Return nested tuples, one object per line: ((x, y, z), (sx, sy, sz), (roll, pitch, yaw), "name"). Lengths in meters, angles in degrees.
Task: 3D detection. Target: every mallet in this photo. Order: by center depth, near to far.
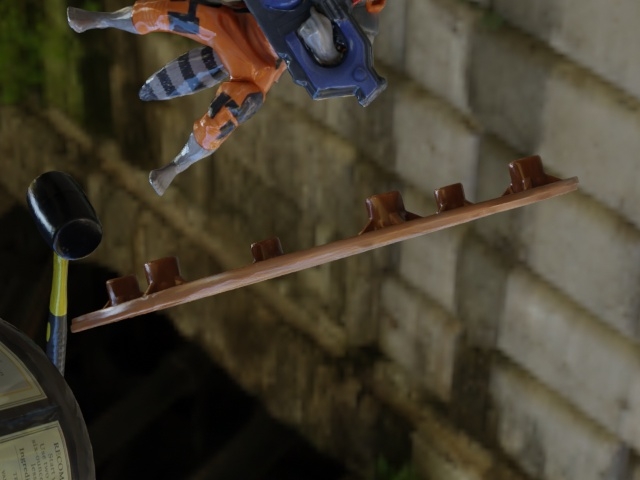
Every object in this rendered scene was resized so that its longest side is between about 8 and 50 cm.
((-0.184, 0.036, 1.270), (0.039, 0.189, 0.062), (-10, -133, -24), "mallet")

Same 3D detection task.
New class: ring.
((0.000, 0.000, 1.176), (0.337, 0.032, 0.336), (-15, 179, 0), "ring")

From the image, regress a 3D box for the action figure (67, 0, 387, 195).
((-0.075, -0.249, 1.800), (0.330, 0.341, 0.178), (-25, 173, 11), "action figure")

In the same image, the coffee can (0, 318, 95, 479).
((-0.274, 0.145, 0.954), (0.202, 0.201, 0.275), (19, -169, 23), "coffee can")
